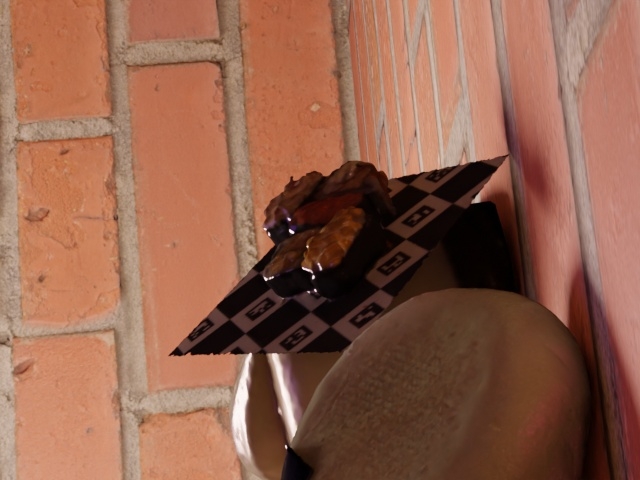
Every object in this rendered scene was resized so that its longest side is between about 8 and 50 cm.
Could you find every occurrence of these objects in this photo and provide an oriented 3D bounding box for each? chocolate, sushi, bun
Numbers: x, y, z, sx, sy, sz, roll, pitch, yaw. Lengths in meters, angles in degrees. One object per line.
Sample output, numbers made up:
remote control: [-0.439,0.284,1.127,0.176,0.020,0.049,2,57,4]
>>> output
chocolate: [0.053,0.129,1.673,0.314,0.297,0.326,-173,79,-83]
sushi: [0.000,0.000,1.562,0.292,0.294,0.059,-48,-65,-34]
bun: [0.113,0.186,1.292,0.187,0.293,0.293,42,-157,-29]
